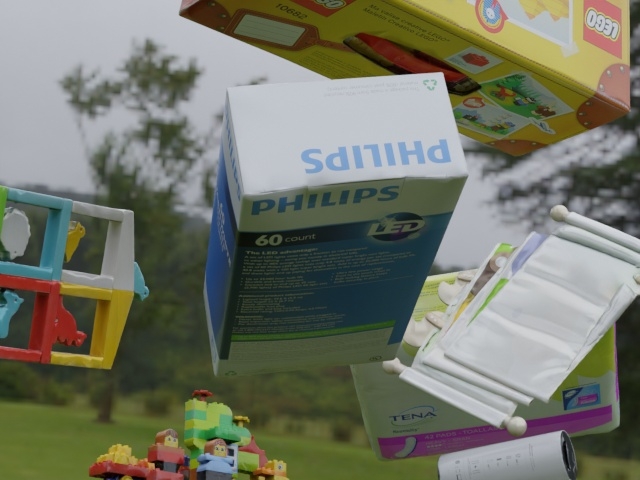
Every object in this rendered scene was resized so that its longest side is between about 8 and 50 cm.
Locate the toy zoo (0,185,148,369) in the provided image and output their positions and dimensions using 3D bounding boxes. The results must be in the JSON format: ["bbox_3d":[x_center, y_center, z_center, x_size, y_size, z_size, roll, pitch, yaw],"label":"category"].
[{"bbox_3d":[-0.313,0.045,1.674,0.030,0.192,0.293,4,-5,44],"label":"toy zoo"}]

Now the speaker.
[{"bbox_3d":[0.192,0.234,1.505,0.136,0.055,0.055,-16,-10,21],"label":"speaker"}]

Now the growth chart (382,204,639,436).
[{"bbox_3d":[0.179,0.061,1.253,0.172,0.237,0.021,33,-21,42],"label":"growth chart"}]

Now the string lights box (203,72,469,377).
[{"bbox_3d":[0.000,0.000,0.942,0.133,0.077,0.260,-5,-28,-11],"label":"string lights box"}]

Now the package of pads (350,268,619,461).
[{"bbox_3d":[0.183,0.134,1.647,0.296,0.101,0.229,-9,-45,5],"label":"package of pads"}]

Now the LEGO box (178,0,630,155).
[{"bbox_3d":[0.111,-0.358,1.647,0.500,0.372,0.193,18,-25,-34],"label":"LEGO box"}]

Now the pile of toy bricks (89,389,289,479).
[{"bbox_3d":[-0.110,0.199,1.423,0.212,0.105,0.118,17,-26,-39],"label":"pile of toy bricks"}]
